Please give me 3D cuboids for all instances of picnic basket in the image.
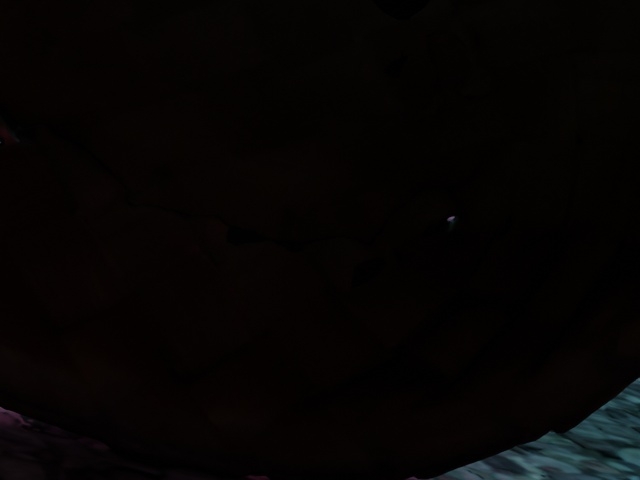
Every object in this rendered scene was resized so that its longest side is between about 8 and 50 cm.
[{"bbox_3d":[0.000,0.000,0.423,0.293,0.337,0.337,17,8,-15],"label":"picnic basket"}]
